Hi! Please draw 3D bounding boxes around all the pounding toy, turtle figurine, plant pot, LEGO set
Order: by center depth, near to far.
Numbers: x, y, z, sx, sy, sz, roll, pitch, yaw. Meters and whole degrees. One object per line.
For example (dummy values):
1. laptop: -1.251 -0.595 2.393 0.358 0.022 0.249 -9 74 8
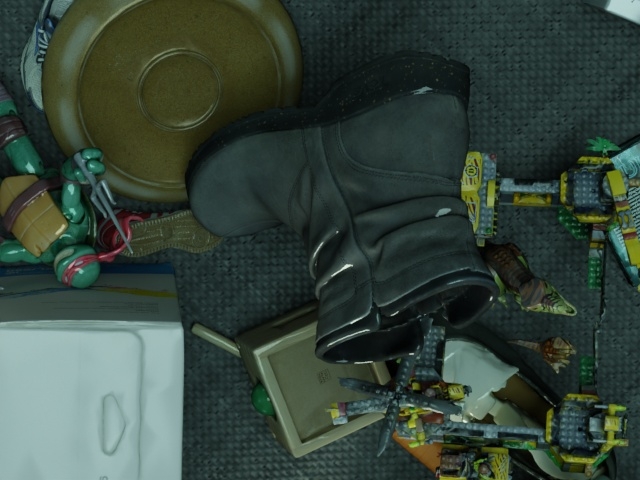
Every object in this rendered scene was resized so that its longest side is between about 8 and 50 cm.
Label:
1. turtle figurine: -0.254 -0.028 1.549 0.175 0.118 0.234 -43 68 3
2. LEGO set: 0.159 0.046 1.549 0.255 0.192 0.331 11 76 8
3. plant pot: -0.126 -0.135 1.590 0.236 0.032 0.236 -6 116 -13
4. pounding toy: -0.024 0.116 1.663 0.141 0.100 0.130 -24 104 -12

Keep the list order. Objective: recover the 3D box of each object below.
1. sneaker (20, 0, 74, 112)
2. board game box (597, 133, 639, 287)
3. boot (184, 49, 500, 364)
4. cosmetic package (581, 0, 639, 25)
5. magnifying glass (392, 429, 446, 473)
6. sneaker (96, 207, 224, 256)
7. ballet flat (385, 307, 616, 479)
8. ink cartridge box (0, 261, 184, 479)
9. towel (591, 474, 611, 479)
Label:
1. sneaker: -0.234 -0.177 1.590 0.052 0.058 0.135 10 100 -8
2. board game box: 0.346 -0.055 1.696 0.186 0.026 0.126 -28 103 0
3. boot: 0.000 0.000 1.483 0.118 0.338 0.222 11 66 -34
4. cosmetic package: 0.467 -0.276 1.634 0.377 0.097 0.284 20 101 -10
5. magnifying glass: 0.159 0.246 1.735 0.231 0.026 0.092 41 94 -11
6. sneaker: -0.149 -0.010 1.646 0.118 0.067 0.042 -6 101 -36
7. ballet flat: 0.170 0.151 1.681 0.280 0.096 0.095 33 97 -11
8. ink cartridge box: -0.205 0.125 1.563 0.168 0.232 0.171 0 101 -7
9. towel: 0.206 0.392 1.648 0.320 0.090 0.374 -39 138 2
